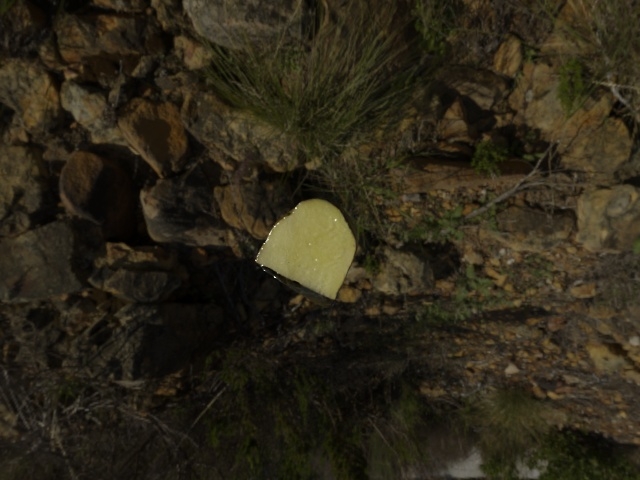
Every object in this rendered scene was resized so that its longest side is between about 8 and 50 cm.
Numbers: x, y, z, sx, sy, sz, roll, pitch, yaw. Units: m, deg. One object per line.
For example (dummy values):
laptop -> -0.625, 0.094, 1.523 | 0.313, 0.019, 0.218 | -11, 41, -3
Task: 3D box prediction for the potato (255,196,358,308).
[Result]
potato -> 0.000, 0.000, 0.444 | 0.096, 0.103, 0.066 | 33, -154, -3
